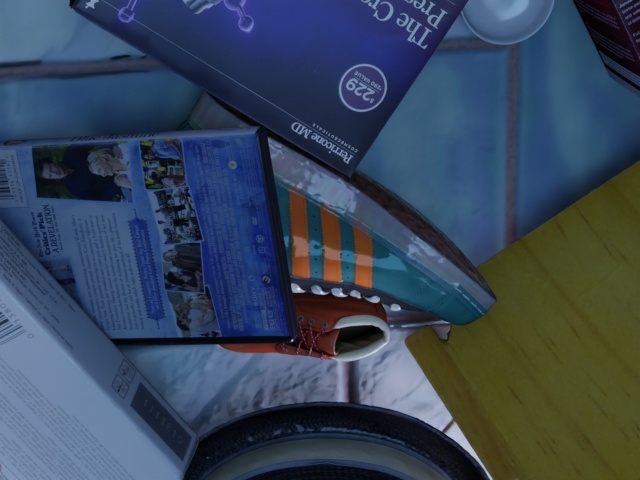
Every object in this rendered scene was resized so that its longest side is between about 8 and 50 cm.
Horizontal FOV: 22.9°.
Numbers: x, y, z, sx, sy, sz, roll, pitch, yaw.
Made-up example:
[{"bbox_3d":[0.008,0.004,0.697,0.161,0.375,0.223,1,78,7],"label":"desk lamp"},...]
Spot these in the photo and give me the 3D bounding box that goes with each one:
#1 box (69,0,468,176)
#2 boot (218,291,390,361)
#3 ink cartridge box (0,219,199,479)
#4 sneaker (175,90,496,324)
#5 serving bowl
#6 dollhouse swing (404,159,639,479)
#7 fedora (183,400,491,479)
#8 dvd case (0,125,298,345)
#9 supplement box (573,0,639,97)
[{"bbox_3d":[-0.041,-0.198,1.240,0.261,0.103,0.184,30,104,-19],"label":"box"},{"bbox_3d":[-0.017,0.074,1.347,0.158,0.084,0.059,-7,112,-7],"label":"boot"},{"bbox_3d":[-0.278,0.134,1.326,0.239,0.060,0.275,-27,115,29],"label":"ink cartridge box"},{"bbox_3d":[0.000,0.000,1.315,0.302,0.108,0.121,33,103,-9],"label":"sneaker"},{"bbox_3d":[0.152,-0.206,1.312,0.083,0.027,0.083,-3,109,-10],"label":"serving bowl"},{"bbox_3d":[0.316,0.140,1.448,0.347,0.305,0.315,-34,70,2],"label":"dollhouse swing"},{"bbox_3d":[0.000,0.297,1.359,0.334,0.152,0.334,0,117,-1],"label":"fedora"},{"bbox_3d":[-0.151,0.001,1.272,0.253,0.022,0.180,-2,112,17],"label":"dvd case"},{"bbox_3d":[0.235,-0.232,1.265,0.073,0.130,0.239,-31,113,1],"label":"supplement box"}]
